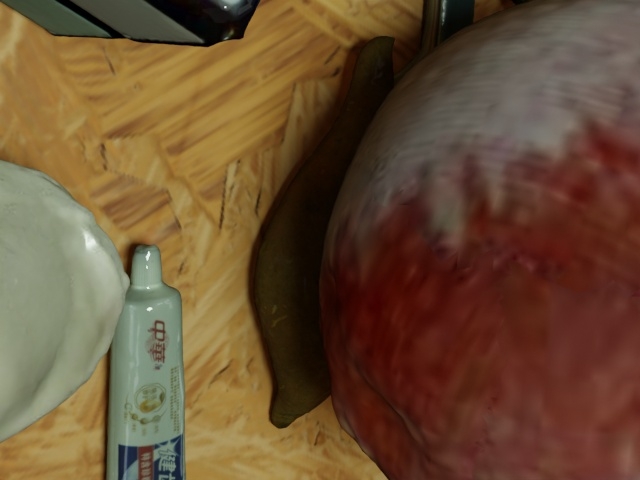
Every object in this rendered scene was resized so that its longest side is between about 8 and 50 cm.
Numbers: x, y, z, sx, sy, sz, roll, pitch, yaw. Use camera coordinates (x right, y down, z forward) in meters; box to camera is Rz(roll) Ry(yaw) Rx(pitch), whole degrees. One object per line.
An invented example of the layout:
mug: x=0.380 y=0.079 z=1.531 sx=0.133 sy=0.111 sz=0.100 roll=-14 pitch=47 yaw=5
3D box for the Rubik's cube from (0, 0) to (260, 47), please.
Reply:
Rubik's cube: x=-0.106 y=-0.201 z=0.488 sx=0.180 sy=0.167 sz=0.183 roll=33 pitch=78 yaw=-37

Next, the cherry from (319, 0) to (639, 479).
cherry: x=0.166 y=0.010 z=0.621 sx=0.334 sy=0.326 sz=0.291 roll=-14 pitch=115 yaw=7

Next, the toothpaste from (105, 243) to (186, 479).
toothpaste: x=-0.098 y=0.115 z=0.651 sx=0.060 sy=0.038 sz=0.234 roll=-8 pitch=108 yaw=-33

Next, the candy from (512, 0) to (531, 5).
candy: x=0.198 y=-0.260 z=0.727 sx=0.073 sy=0.077 sz=0.262 roll=15 pitch=110 yaw=-35

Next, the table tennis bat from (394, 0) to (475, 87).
table tennis bat: x=0.077 y=-0.071 z=0.751 sx=0.173 sy=0.022 sz=0.301 roll=-7 pitch=106 yaw=-36

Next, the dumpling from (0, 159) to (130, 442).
dumpling: x=-0.204 y=0.029 z=0.492 sx=0.250 sy=0.132 sz=0.162 roll=-11 pitch=116 yaw=-20

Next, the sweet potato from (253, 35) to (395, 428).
sweet potato: x=-0.001 y=-0.002 z=0.682 sx=0.069 sy=0.059 sz=0.250 roll=7 pitch=97 yaw=-41
